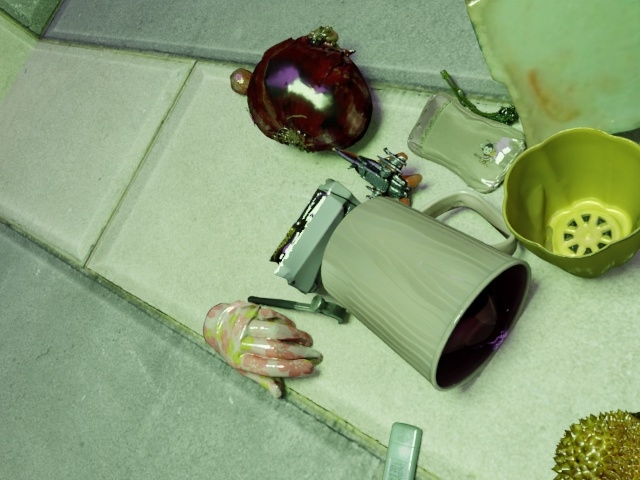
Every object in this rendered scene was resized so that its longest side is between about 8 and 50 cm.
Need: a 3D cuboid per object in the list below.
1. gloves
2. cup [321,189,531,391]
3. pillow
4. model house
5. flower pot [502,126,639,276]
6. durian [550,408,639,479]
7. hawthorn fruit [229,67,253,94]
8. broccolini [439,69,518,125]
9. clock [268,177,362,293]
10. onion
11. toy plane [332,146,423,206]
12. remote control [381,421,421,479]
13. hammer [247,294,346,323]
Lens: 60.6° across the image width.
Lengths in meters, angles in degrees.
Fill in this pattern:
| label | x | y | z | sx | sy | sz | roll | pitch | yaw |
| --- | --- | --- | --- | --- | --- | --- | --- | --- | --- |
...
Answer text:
| label | x | y | z | sx | sy | sz | roll | pitch | yaw |
| --- | --- | --- | --- | --- | --- | --- | --- | --- | --- |
| gloves | -0.116 | 0.198 | 1.034 | 0.241 | 0.126 | 0.145 | 13 | 71 | 43 |
| cup | 0.175 | 0.045 | 0.863 | 0.273 | 0.208 | 0.288 | 34 | 98 | 39 |
| pillow | 0.262 | -0.184 | 1.019 | 0.232 | 0.038 | 0.131 | 42 | 108 | 37 |
| model house | 0.381 | -0.336 | 0.865 | 0.245 | 0.312 | 0.280 | -17 | 23 | 28 |
| flower pot | 0.379 | -0.035 | 0.795 | 0.195 | 0.179 | 0.195 | -14 | 60 | 27 |
| durian | 0.374 | 0.292 | 0.684 | 0.158 | 0.137 | 0.168 | 24 | 91 | 16 |
| hawthorn fruit | -0.182 | -0.392 | 1.385 | 0.103 | 0.067 | 0.067 | 35 | 89 | 11 |
| broccolini | 0.289 | -0.264 | 1.036 | 0.194 | 0.054 | 0.052 | 43 | 123 | 32 |
| clock | 0.000 | 0.000 | 0.993 | 0.083 | 0.253 | 0.186 | 35 | 89 | 6 |
| onion | -0.017 | -0.292 | 1.128 | 0.280 | 0.221 | 0.281 | -8 | 64 | 18 |
| toy plane | 0.098 | -0.130 | 1.044 | 0.189 | 0.130 | 0.061 | 27 | 40 | 12 |
| remote control | 0.127 | 0.356 | 0.873 | 0.053 | 0.018 | 0.125 | 1 | 69 | 33 |
| hammer | -0.053 | 0.126 | 1.059 | 0.246 | 0.103 | 0.029 | 0 | 68 | 46 |
